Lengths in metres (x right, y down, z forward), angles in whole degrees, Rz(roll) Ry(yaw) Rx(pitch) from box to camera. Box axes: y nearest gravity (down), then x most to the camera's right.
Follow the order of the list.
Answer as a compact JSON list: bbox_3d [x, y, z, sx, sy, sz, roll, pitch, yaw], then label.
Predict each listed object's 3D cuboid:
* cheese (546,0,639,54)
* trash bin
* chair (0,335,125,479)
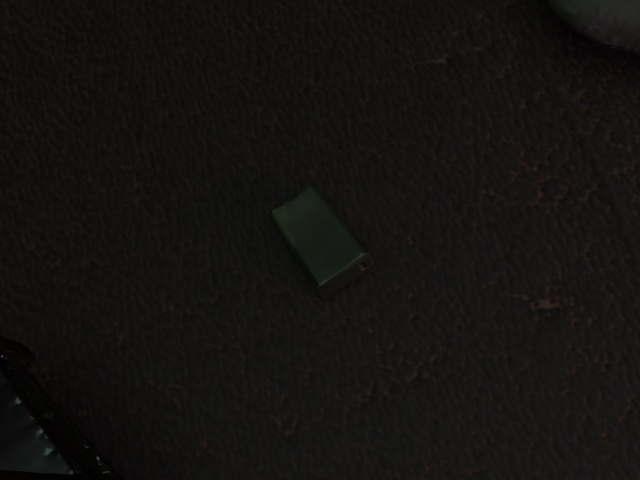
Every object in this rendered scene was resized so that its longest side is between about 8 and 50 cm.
[{"bbox_3d":[0.296,-0.265,1.025,0.189,0.154,0.198,11,71,-8],"label":"cheese"},{"bbox_3d":[0.000,0.000,1.056,0.061,0.043,0.092,-34,68,-2],"label":"trash bin"},{"bbox_3d":[-0.303,0.182,0.851,0.203,0.416,0.240,-44,72,-6],"label":"chair"}]
